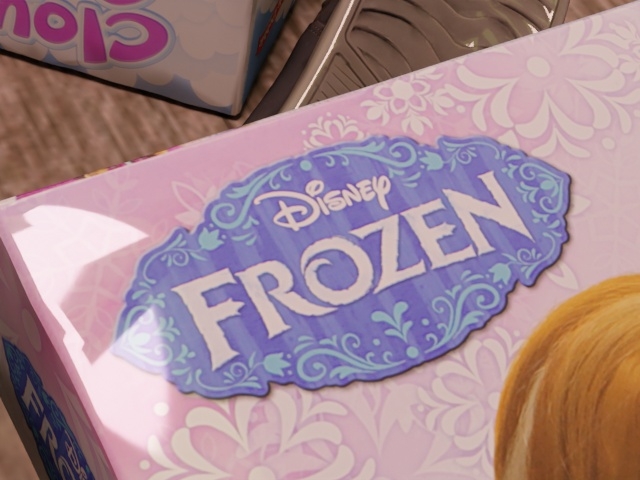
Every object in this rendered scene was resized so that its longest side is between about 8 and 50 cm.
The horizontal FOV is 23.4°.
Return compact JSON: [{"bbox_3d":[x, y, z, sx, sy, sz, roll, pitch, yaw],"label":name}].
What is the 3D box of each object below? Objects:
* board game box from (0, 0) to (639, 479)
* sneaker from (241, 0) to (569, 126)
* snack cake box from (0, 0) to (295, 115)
[{"bbox_3d":[0.127,0.088,0.360,0.318,0.066,0.318,-21,70,-26],"label":"board game box"},{"bbox_3d":[0.000,0.000,0.484,0.083,0.118,0.222,33,77,-4],"label":"sneaker"},{"bbox_3d":[-0.128,-0.160,0.595,0.264,0.089,0.152,17,45,6],"label":"snack cake box"}]
